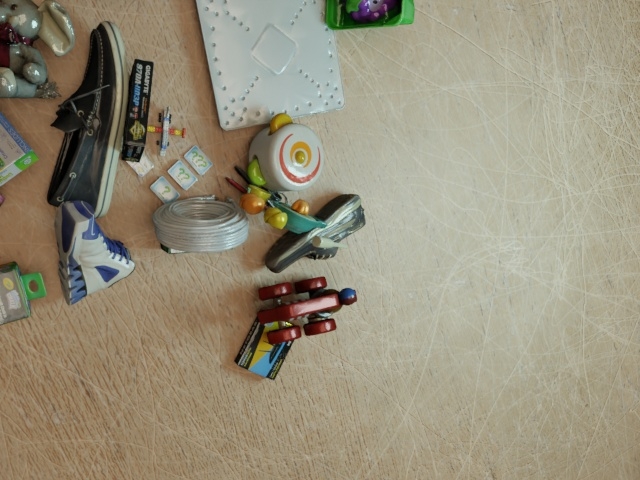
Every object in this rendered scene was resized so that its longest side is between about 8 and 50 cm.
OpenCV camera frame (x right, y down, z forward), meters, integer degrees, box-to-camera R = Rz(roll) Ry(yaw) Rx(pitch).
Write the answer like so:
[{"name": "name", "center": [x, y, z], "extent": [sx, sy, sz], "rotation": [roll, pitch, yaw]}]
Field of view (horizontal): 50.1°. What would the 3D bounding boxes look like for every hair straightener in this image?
[{"name": "hair straightener", "center": [-0.165, -0.145, 1.999], "extent": [0.230, 0.047, 0.089], "rotation": [38, 83, -23]}]

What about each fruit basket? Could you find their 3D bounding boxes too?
[{"name": "fruit basket", "center": [0.101, -0.770, 1.872], "extent": [0.392, 0.282, 0.392], "rotation": [-18, 112, -56]}]

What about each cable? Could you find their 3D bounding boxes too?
[{"name": "cable", "center": [-0.321, -0.043, 1.836], "extent": [0.257, 0.257, 0.089], "rotation": [-7, 113, -28]}]

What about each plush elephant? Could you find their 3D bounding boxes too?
[{"name": "plush elephant", "center": [-0.727, -0.462, 1.583], "extent": [0.271, 0.330, 0.256], "rotation": [8, 102, 21]}]

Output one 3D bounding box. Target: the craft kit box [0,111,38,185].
[{"name": "craft kit box", "center": [-0.847, -0.215, 1.624], "extent": [0.246, 0.061, 0.250], "rotation": [-39, 76, -16]}]

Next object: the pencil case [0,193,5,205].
[{"name": "pencil case", "center": [-0.898, -0.033, 1.667], "extent": [0.124, 0.124, 0.284], "rotation": [38, 83, -23]}]

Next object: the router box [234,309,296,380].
[{"name": "router box", "center": [-0.161, 0.317, 2.073], "extent": [0.133, 0.046, 0.179], "rotation": [27, 87, -23]}]

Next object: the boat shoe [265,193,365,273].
[{"name": "boat shoe", "center": [0.000, 0.000, 2.047], "extent": [0.355, 0.132, 0.130], "rotation": [-36, 110, -13]}]

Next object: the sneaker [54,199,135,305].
[{"name": "sneaker", "center": [-0.580, 0.021, 1.777], "extent": [0.182, 0.127, 0.316], "rotation": [-15, 140, -33]}]

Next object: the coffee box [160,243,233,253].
[{"name": "coffee box", "center": [-0.344, 0.007, 1.911], "extent": [0.184, 0.113, 0.040], "rotation": [-5, 99, -24]}]

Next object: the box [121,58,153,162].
[{"name": "box", "center": [-0.465, -0.324, 1.731], "extent": [0.051, 0.175, 0.220], "rotation": [6, 81, -19]}]

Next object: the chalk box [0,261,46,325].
[{"name": "chalk box", "center": [-0.807, 0.137, 1.723], "extent": [0.213, 0.132, 0.132], "rotation": [-16, 103, -21]}]

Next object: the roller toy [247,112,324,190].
[{"name": "roller toy", "center": [-0.092, -0.237, 1.943], "extent": [0.191, 0.146, 0.209], "rotation": [23, 79, -37]}]

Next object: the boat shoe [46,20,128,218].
[{"name": "boat shoe", "center": [-0.589, -0.303, 1.721], "extent": [0.156, 0.187, 0.500], "rotation": [6, 101, -31]}]

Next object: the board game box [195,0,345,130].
[{"name": "board game box", "center": [-0.139, -0.539, 1.948], "extent": [0.389, 0.050, 0.390], "rotation": [-15, 103, -20]}]

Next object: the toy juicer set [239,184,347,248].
[{"name": "toy juicer set", "center": [-0.068, -0.067, 1.862], "extent": [0.329, 0.209, 0.090], "rotation": [26, 97, 3]}]

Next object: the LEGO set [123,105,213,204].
[{"name": "LEGO set", "center": [-0.429, -0.240, 1.868], "extent": [0.182, 0.060, 0.244], "rotation": [-46, 112, -15]}]

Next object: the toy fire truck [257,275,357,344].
[{"name": "toy fire truck", "center": [-0.024, 0.191, 1.971], "extent": [0.302, 0.254, 0.169], "rotation": [-9, 85, -32]}]
